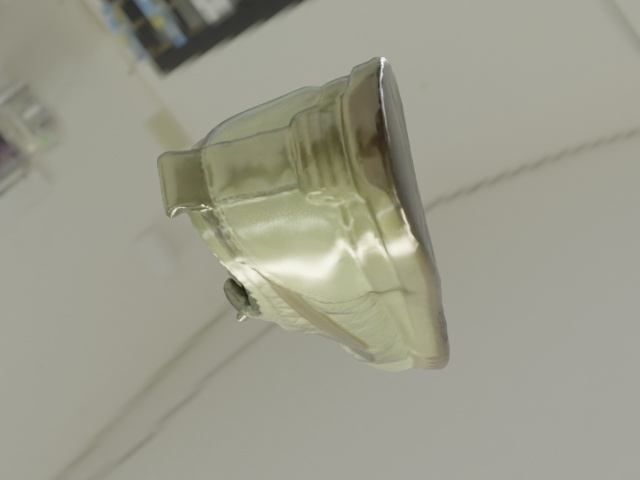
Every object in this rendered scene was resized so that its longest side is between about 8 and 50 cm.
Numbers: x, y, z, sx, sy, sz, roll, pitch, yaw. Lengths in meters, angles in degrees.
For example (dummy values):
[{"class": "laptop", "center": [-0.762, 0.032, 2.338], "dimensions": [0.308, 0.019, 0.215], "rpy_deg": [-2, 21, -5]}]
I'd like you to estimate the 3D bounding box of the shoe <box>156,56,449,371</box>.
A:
[{"class": "shoe", "center": [0.000, 0.000, 0.794], "dimensions": [0.098, 0.103, 0.275], "rpy_deg": [-9, 162, 4]}]
